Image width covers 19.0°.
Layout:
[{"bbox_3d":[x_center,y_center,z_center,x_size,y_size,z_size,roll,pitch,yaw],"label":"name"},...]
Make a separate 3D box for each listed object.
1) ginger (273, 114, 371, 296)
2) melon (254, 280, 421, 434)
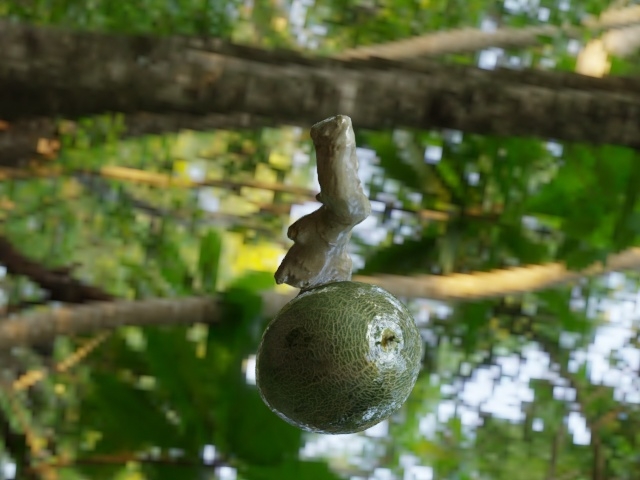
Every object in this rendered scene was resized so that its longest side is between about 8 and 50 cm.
[{"bbox_3d":[0.000,0.000,1.841,0.288,0.089,0.075,97,-18,-46],"label":"ginger"},{"bbox_3d":[0.018,0.107,1.737,0.192,0.139,0.139,-26,-119,52],"label":"melon"}]
